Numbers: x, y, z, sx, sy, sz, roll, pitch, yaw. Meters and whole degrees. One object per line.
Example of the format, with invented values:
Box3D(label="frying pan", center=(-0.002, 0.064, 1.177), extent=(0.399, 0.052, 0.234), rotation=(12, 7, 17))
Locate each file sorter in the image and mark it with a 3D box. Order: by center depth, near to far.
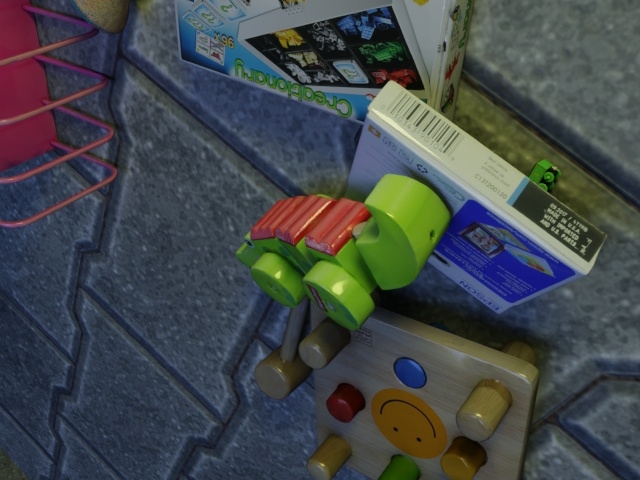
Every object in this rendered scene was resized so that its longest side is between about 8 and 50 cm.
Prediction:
Box3D(label="file sorter", center=(-0.386, -0.191, 0.846), extent=(0.182, 0.202, 0.290), rotation=(22, 129, 26))

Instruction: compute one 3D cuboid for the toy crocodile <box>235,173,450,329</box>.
Box3D(label="toy crocodile", center=(0.000, 0.000, 0.661), extent=(0.105, 0.115, 0.340), rotation=(50, 161, -20))

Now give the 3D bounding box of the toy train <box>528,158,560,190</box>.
Box3D(label="toy train", center=(0.186, -0.036, 0.606), extent=(0.024, 0.017, 0.083), rotation=(43, 137, 23))

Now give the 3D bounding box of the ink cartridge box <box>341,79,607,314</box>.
Box3D(label="ink cartridge box", center=(0.118, -0.024, 0.605), extent=(0.206, 0.045, 0.208), rotation=(37, 165, 6))

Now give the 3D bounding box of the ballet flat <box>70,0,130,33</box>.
Box3D(label="ballet flat", center=(-0.240, -0.373, 0.682), extent=(0.106, 0.107, 0.316), rotation=(-5, 114, 27))

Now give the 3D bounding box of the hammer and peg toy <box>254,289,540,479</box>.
Box3D(label="hammer and peg toy", center=(0.055, 0.175, 0.770), extent=(0.361, 0.127, 0.266), rotation=(19, 128, 29))

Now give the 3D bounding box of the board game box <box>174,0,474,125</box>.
Box3D(label="board game box", center=(-0.011, -0.223, 0.620), extent=(0.305, 0.053, 0.193), rotation=(25, 132, 26))
